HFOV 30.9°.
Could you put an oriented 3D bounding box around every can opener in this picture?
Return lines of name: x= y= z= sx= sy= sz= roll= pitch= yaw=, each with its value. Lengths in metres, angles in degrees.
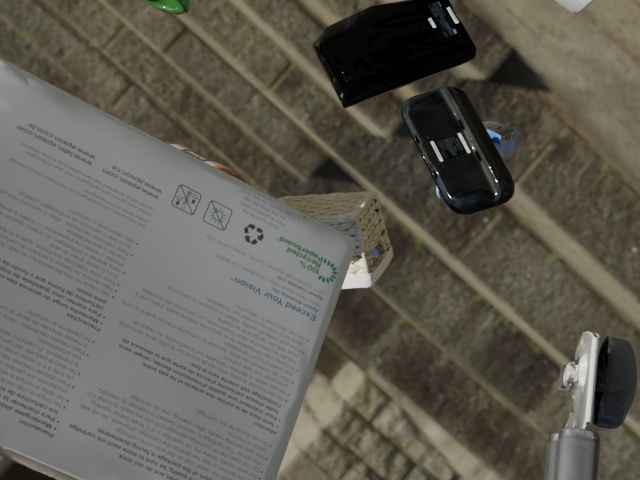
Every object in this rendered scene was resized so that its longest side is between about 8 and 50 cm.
can opener: x=0.301 y=0.238 z=1.275 sx=0.095 sy=0.283 sz=0.076 roll=10 pitch=162 yaw=-3

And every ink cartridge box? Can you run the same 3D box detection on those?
ink cartridge box: x=-0.167 y=0.073 z=0.862 sx=0.324 sy=0.330 sz=0.071 roll=28 pitch=153 yaw=-14

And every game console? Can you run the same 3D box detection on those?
game console: x=0.148 y=-0.192 z=1.660 sx=0.044 sy=0.213 sz=0.361 roll=89 pitch=158 yaw=-66

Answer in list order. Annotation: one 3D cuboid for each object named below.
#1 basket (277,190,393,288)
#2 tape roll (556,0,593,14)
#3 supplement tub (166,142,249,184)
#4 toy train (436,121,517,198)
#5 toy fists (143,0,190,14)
basket: x=0.000 y=0.000 z=1.560 sx=0.113 sy=0.167 sz=0.103 roll=-50 pitch=-48 yaw=-60
tape roll: x=0.338 y=-0.393 z=1.110 sx=0.072 sy=0.392 sz=0.392 roll=37 pitch=180 yaw=0
supplement tub: x=-0.156 y=-0.055 z=1.489 sx=0.198 sy=0.106 sz=0.106 roll=26 pitch=169 yaw=48
toy train: x=0.243 y=-0.123 z=1.824 sx=0.080 sy=0.105 sz=0.184 roll=16 pitch=-155 yaw=32
toy fists: x=-0.177 y=-0.333 z=1.068 sx=0.096 sy=0.142 sz=0.279 roll=16 pitch=169 yaw=41
